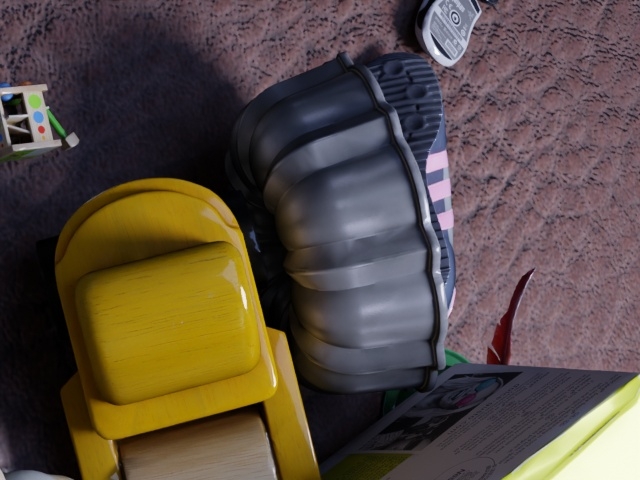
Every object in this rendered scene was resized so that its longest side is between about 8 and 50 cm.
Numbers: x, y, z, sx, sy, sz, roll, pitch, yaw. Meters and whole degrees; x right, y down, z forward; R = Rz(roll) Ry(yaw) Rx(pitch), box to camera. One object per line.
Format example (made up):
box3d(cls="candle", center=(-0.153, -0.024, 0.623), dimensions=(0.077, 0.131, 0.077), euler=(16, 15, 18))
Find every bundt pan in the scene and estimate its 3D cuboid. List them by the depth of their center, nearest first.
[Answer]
box3d(cls="bundt pan", center=(0.000, 0.000, 1.641), dimensions=(0.124, 0.331, 0.331), euler=(-15, 89, -14))

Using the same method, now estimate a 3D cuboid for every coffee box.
box3d(cls="coffee box", center=(0.156, 0.342, 1.594), dimensions=(0.338, 0.334, 0.338), euler=(-33, 101, -23))

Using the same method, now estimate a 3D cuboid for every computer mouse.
box3d(cls="computer mouse", center=(0.146, -0.267, 1.993), dimensions=(0.106, 0.042, 0.193), euler=(51, 46, -24))

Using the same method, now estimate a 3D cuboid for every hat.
box3d(cls="hat", center=(0.181, 0.175, 1.811), dimensions=(0.208, 0.183, 0.173), euler=(49, 52, -20))

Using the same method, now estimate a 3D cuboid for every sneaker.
box3d(cls="sneaker", center=(0.085, -0.044, 1.860), dimensions=(0.131, 0.112, 0.319), euler=(74, 15, -59))

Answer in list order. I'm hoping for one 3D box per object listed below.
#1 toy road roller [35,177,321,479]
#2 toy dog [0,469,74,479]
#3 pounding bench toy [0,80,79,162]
box3d(cls="toy road roller", center=(-0.124, 0.110, 1.499), dimensions=(0.202, 0.240, 0.329), euler=(-14, 91, -6))
box3d(cls="toy dog", center=(-0.220, 0.318, 1.400), dimensions=(0.220, 0.161, 0.334), euler=(-18, 98, -61))
box3d(cls="pounding bench toy", center=(-0.264, -0.110, 1.596), dimensions=(0.083, 0.052, 0.065), euler=(-10, 85, -41))
